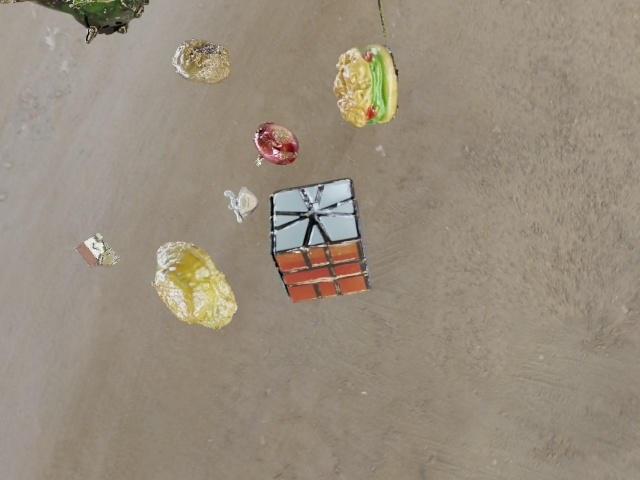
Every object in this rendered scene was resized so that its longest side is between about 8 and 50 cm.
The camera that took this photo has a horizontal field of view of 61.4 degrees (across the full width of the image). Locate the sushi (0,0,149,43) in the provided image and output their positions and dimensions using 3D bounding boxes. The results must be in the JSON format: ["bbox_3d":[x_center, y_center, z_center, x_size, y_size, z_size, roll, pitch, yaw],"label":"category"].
[{"bbox_3d":[-0.321,-0.355,0.742,0.149,0.287,0.140,28,126,6],"label":"sushi"}]

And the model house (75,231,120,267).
[{"bbox_3d":[-0.506,0.032,1.226,0.083,0.058,0.057,54,148,-6],"label":"model house"}]

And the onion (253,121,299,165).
[{"bbox_3d":[-0.146,-0.267,1.597,0.140,0.150,0.150,-49,61,36],"label":"onion"}]

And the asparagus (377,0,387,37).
[{"bbox_3d":[0.180,-0.671,1.592,0.016,0.166,0.013,17,62,25],"label":"asparagus"}]

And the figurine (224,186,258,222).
[{"bbox_3d":[-0.205,-0.093,1.393,0.086,0.082,0.094,2,94,44],"label":"figurine"}]

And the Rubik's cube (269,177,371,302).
[{"bbox_3d":[0.000,0.000,1.755,0.293,0.283,0.288,-9,50,3],"label":"Rubik's cube"}]

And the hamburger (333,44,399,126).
[{"bbox_3d":[0.115,-0.428,1.503,0.149,0.237,0.237,-11,73,-9],"label":"hamburger"}]

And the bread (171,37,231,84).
[{"bbox_3d":[-0.448,-0.684,2.048,0.230,0.230,0.123,35,130,27],"label":"bread"}]

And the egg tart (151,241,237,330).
[{"bbox_3d":[-0.479,0.174,1.916,0.339,0.153,0.351,-11,106,41],"label":"egg tart"}]
